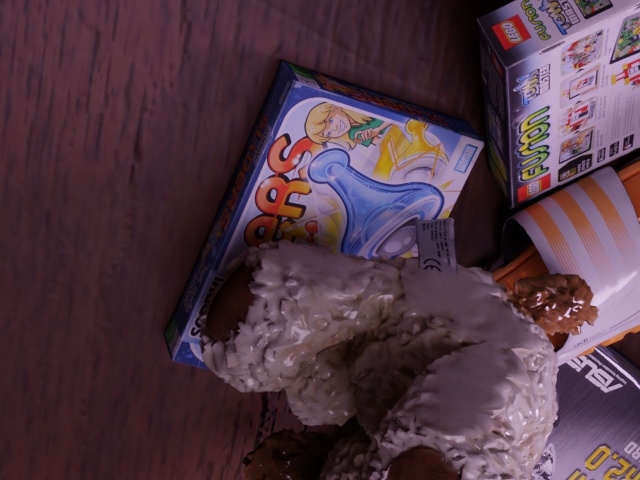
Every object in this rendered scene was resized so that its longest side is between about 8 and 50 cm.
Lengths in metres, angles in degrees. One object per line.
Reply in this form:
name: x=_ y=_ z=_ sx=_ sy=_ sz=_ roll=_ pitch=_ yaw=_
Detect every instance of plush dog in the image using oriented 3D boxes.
plush dog: x=0.061 y=0.133 z=0.976 sx=0.210 sy=0.262 sz=0.225 roll=-15 pitch=129 yaw=-35

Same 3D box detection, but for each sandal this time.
sandal: x=0.141 y=0.032 z=1.030 sx=0.265 sy=0.102 sz=0.076 roll=-36 pitch=150 yaw=5

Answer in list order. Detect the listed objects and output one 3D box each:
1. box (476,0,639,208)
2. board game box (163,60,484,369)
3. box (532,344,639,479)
box: x=0.153 y=-0.093 z=0.947 sx=0.114 sy=0.036 sz=0.207 roll=-25 pitch=159 yaw=-3
board game box: x=0.000 y=0.000 z=1.020 sx=0.136 sy=0.035 sz=0.201 roll=15 pitch=112 yaw=-23
box: x=0.178 y=0.169 z=1.148 sx=0.231 sy=0.056 sz=0.183 roll=37 pitch=101 yaw=-28
